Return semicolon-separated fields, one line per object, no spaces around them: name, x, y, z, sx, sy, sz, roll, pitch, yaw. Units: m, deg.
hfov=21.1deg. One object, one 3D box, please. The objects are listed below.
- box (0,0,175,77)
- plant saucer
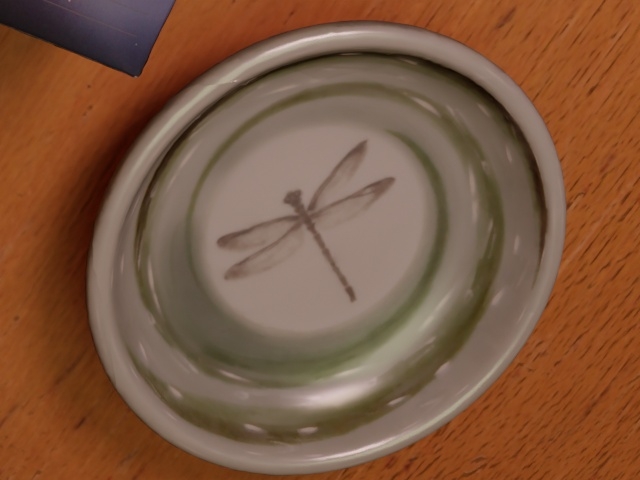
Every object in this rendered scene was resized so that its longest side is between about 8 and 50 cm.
box;-0.196;-0.308;1.091;0.296;0.183;0.294;19;111;-24
plant saucer;0.000;0.000;1.394;0.400;0.100;0.401;-8;119;-15
